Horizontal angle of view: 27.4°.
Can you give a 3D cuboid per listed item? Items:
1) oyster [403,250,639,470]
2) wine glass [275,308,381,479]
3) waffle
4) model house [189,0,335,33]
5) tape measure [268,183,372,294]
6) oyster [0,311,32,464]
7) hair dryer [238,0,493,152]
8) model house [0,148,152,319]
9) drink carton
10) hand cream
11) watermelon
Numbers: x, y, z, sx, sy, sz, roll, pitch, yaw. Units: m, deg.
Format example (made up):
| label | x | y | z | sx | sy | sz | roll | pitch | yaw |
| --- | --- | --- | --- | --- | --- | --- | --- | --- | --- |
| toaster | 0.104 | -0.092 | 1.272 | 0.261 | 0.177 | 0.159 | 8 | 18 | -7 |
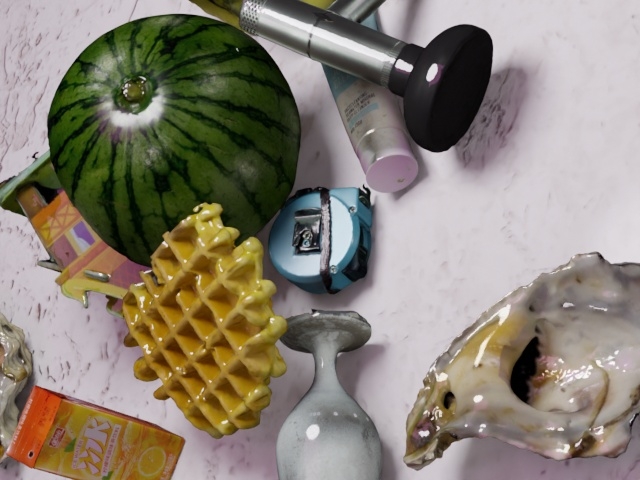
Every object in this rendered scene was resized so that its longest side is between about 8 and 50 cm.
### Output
| label | x | y | z | sx | sy | sz | roll | pitch | yaw |
| --- | --- | --- | --- | --- | --- | --- | --- | --- | --- |
| oyster | 0.234 | 0.143 | 1.372 | 0.271 | 0.100 | 0.275 | 10 | 65 | 42 |
| wine glass | 0.008 | 0.210 | 1.523 | 0.126 | 0.126 | 0.241 | -22 | 55 | 33 |
| waffle | -0.149 | 0.098 | 1.566 | 0.283 | 0.065 | 0.309 | 18 | 117 | 42 |
| model house | -0.093 | -0.401 | 1.893 | 0.234 | 0.175 | 0.193 | 26 | 89 | 56 |
| tape measure | 0.000 | 0.000 | 1.658 | 0.125 | 0.081 | 0.146 | -7 | 67 | 21 |
| oyster | -0.509 | 0.196 | 2.026 | 0.201 | 0.107 | 0.354 | -44 | 57 | 45 |
| hair dryer | 0.100 | -0.294 | 1.633 | 0.320 | 0.155 | 0.284 | 35 | 72 | 27 |
| model house | -0.199 | -0.037 | 1.801 | 0.358 | 0.242 | 0.313 | -40 | 70 | 8 |
| drink carton | -0.285 | 0.263 | 1.690 | 0.071 | 0.223 | 0.096 | 15 | 81 | 44 |
| hand cream | 0.058 | -0.198 | 1.715 | 0.111 | 0.070 | 0.312 | -40 | 45 | 24 |
| watermelon | -0.183 | -0.138 | 1.615 | 0.331 | 0.189 | 0.330 | 0 | 86 | 4 |
